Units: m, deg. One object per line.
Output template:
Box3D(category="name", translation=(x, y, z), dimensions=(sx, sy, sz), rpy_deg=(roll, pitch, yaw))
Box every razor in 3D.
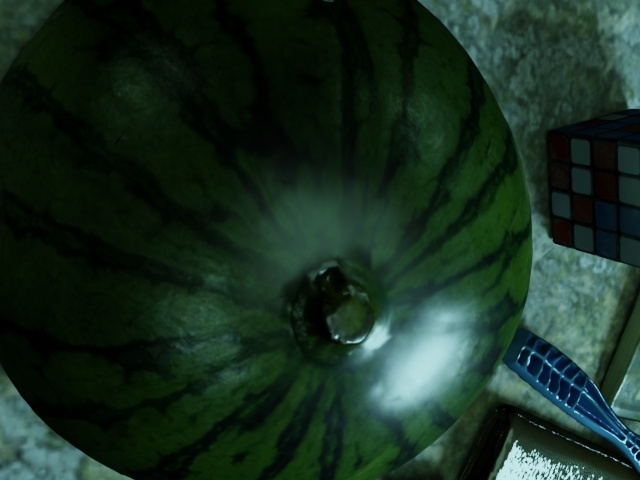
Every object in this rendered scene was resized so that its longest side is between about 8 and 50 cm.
Box3D(category="razor", translation=(0.236, 0.149, 0.666), dimensions=(0.253, 0.042, 0.082), rpy_deg=(37, 73, -23))

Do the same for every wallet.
Box3D(category="wallet", translation=(0.195, 0.212, 0.678), dimensions=(0.198, 0.031, 0.110), rpy_deg=(27, 88, -32))

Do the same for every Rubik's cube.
Box3D(category="Rubik's cube", translation=(0.235, -0.042, 0.604), dimensions=(0.092, 0.092, 0.092), rpy_deg=(-17, 110, -25))

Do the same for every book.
Box3D(category="book", translation=(0.356, 0.099, 0.747), dimensions=(0.228, 0.024, 0.160), rpy_deg=(17, 96, -32))

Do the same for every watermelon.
Box3D(category="watermelon", translation=(0.000, 0.000, 0.437), dimensions=(0.331, 0.189, 0.330), rpy_deg=(-12, 113, -30))
